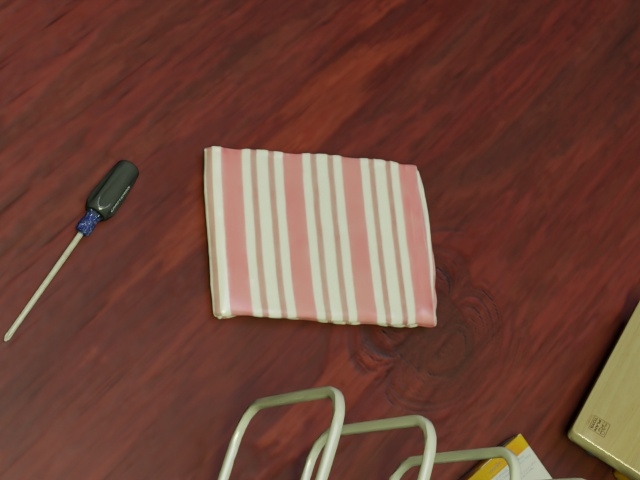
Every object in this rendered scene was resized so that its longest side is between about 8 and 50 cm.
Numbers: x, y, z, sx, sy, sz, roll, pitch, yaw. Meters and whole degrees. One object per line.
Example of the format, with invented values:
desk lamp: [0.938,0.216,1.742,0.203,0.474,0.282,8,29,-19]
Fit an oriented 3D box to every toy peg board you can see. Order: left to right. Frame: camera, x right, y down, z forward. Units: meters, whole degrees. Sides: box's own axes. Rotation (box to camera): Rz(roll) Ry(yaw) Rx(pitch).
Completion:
toy peg board: [0.302,0.162,1.075,0.161,0.079,0.161,32,56,8]

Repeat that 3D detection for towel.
towel: [0.000,0.000,1.015,0.197,0.029,0.144,4,67,-22]

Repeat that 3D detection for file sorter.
file sorter: [0.068,0.221,0.831,0.278,0.193,0.173,23,71,-19]

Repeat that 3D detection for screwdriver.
screwdriver: [-0.183,0.005,0.923,0.024,0.025,0.170,35,57,-8]

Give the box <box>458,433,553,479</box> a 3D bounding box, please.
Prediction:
box: [0.167,0.232,0.996,0.081,0.028,0.136,-33,88,-33]
